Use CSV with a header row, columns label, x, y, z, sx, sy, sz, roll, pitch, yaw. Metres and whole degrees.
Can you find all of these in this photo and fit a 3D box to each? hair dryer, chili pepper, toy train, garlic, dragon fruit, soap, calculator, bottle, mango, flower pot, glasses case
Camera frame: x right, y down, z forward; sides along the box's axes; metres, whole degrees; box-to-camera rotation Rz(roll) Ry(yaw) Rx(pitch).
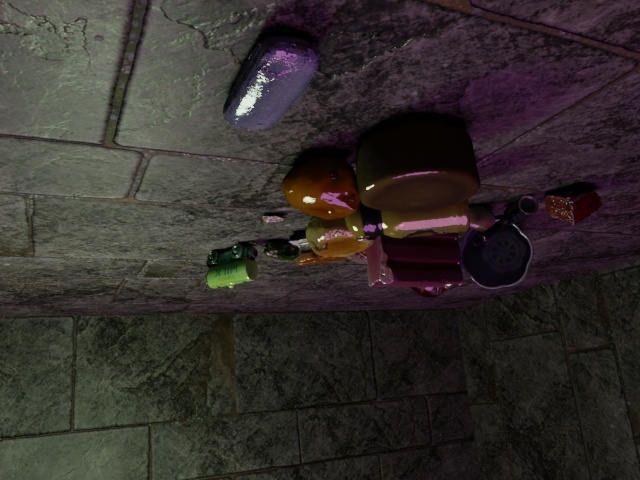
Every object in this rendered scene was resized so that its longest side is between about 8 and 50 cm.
label,x,y,z,sx,sy,sz,roll,pitch,yaw
hair dryer,0.603,-0.054,1.878,0.255,0.070,0.128,-33,172,-13
chili pepper,-0.165,0.039,2.122,0.204,0.072,0.073,7,163,-38
toy train,-0.343,0.106,2.146,0.253,0.157,0.105,-13,160,33
garlic,0.556,-0.073,1.948,0.101,0.087,0.195,0,174,40
dragon fruit,0.832,-0.137,1.834,0.161,0.120,0.127,-27,126,-15
soap,0.345,0.056,2.059,0.359,0.233,0.128,3,164,-28
calculator,0.000,0.000,2.099,0.177,0.040,0.268,-11,164,23
bottle,0.244,-0.088,1.620,0.351,0.171,0.171,-7,164,11
mango,-0.010,-0.139,1.433,0.166,0.136,0.236,19,160,-25
flower pot,0.694,0.053,2.155,0.265,0.265,0.243,-13,172,25
glasses case,-0.097,-0.277,1.018,0.109,0.067,0.282,5,163,-24

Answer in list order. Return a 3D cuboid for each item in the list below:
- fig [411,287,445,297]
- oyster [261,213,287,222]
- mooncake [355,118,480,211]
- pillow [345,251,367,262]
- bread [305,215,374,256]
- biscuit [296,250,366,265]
label,x,y,z,sx,sy,sz,roll,pitch,yaw
fig,0.511,0.155,2.583,0.203,0.186,0.249,14,155,-2
oyster,-0.150,-0.074,1.821,0.083,0.019,0.054,0,162,-11
mooncake,0.226,-0.174,1.329,0.284,0.156,0.284,-3,166,-1
pillow,0.116,0.052,2.109,0.118,0.043,0.185,5,169,43
bread,0.059,-0.035,1.825,0.244,0.134,0.244,-2,163,-1
biscuit,0.065,0.053,2.275,0.333,0.047,0.202,-7,171,-3
